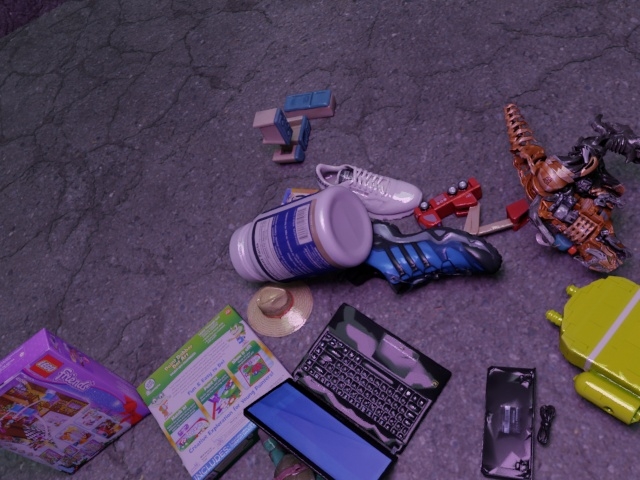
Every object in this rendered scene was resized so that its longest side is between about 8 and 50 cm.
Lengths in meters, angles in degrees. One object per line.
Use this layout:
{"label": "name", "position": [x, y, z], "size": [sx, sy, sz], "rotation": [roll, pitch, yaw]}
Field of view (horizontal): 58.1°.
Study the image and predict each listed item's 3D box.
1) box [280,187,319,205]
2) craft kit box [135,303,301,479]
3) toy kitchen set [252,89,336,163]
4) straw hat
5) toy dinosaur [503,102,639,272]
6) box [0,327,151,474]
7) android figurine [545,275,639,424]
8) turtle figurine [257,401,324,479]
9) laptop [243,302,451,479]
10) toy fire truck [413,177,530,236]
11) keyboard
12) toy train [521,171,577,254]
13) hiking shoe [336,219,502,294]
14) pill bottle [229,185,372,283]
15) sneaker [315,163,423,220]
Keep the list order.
{"label": "box", "position": [-0.055, -0.053, 1.278], "size": [0.081, 0.028, 0.136], "rotation": [5, 59, 23]}
{"label": "craft kit box", "position": [-0.194, 0.287, 1.099], "size": [0.250, 0.061, 0.247], "rotation": [-42, 57, -8]}
{"label": "toy kitchen set", "position": [-0.056, -0.301, 1.350], "size": [0.122, 0.166, 0.207], "rotation": [-3, 59, 20]}
{"label": "straw hat", "position": [-0.093, 0.122, 1.160], "size": [0.145, 0.061, 0.144], "rotation": [-10, 55, 15]}
{"label": "toy dinosaur", "position": [0.431, -0.108, 0.988], "size": [0.219, 0.164, 0.321], "rotation": [-28, 95, -13]}
{"label": "box", "position": [-0.477, 0.303, 1.048], "size": [0.201, 0.293, 0.057], "rotation": [-37, 47, -5]}
{"label": "android figurine", "position": [0.494, 0.160, 0.897], "size": [0.273, 0.056, 0.248], "rotation": [31, 66, 34]}
{"label": "turtle figurine", "position": [-0.026, 0.390, 0.936], "size": [0.175, 0.118, 0.234], "rotation": [-28, 48, 3]}
{"label": "laptop", "position": [0.052, 0.249, 0.948], "size": [0.234, 0.136, 0.264], "rotation": [32, 74, 19]}
{"label": "toy fire truck", "position": [0.295, -0.051, 1.129], "size": [0.192, 0.047, 0.135], "rotation": [-28, 55, 3]}
{"label": "keyboard", "position": [0.317, 0.290, 0.920], "size": [0.108, 0.023, 0.180], "rotation": [-2, 59, 27]}
{"label": "toy train", "position": [0.420, -0.045, 1.056], "size": [0.125, 0.046, 0.166], "rotation": [13, 59, -11]}
{"label": "hiking shoe", "position": [0.186, 0.047, 1.084], "size": [0.304, 0.113, 0.132], "rotation": [7, 69, 36]}
{"label": "pill bottle", "position": [-0.045, 0.000, 1.113], "size": [0.265, 0.153, 0.153], "rotation": [-16, 51, 39]}
{"label": "sneaker", "position": [0.098, -0.109, 1.215], "size": [0.235, 0.094, 0.090], "rotation": [10, 62, 24]}
